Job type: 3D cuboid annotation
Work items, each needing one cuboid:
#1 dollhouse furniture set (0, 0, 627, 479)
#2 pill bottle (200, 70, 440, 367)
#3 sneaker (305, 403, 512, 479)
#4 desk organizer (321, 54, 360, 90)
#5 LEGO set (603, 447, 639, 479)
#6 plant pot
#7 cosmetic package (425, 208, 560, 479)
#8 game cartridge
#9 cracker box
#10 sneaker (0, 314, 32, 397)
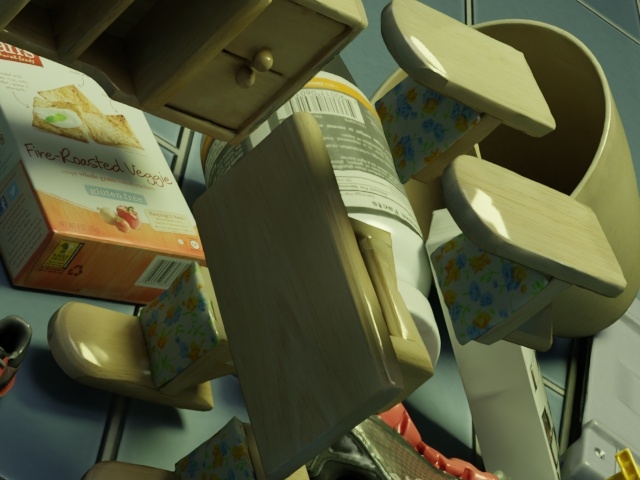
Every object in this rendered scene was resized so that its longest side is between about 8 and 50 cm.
[{"bbox_3d":[-0.068,-0.043,1.195,0.256,0.362,0.394,18,42,-42],"label":"dollhouse furniture set"},{"bbox_3d":[0.000,0.000,1.490,0.162,0.162,0.278,20,35,-33],"label":"pill bottle"},{"bbox_3d":[0.068,0.210,1.349,0.276,0.098,0.135,40,43,-23],"label":"sneaker"},{"bbox_3d":[-0.015,-0.185,1.847,0.047,0.050,0.130,12,40,-42],"label":"desk organizer"},{"bbox_3d":[0.201,0.257,1.321,0.132,0.287,0.107,24,-14,42],"label":"LEGO set"},{"bbox_3d":[0.198,-0.024,1.692,0.274,0.256,0.256,46,17,-47],"label":"plant pot"},{"bbox_3d":[0.146,0.093,1.489,0.099,0.060,0.239,-74,150,-74],"label":"cosmetic package"},{"bbox_3d":[0.340,0.190,1.746,0.230,0.068,0.355,33,29,-6],"label":"game cartridge"},{"bbox_3d":[-0.199,-0.060,1.430,0.156,0.067,0.232,10,40,-43],"label":"cracker box"},{"bbox_3d":[-0.237,0.089,1.174,0.061,0.065,0.158,39,28,-3],"label":"sneaker"}]
